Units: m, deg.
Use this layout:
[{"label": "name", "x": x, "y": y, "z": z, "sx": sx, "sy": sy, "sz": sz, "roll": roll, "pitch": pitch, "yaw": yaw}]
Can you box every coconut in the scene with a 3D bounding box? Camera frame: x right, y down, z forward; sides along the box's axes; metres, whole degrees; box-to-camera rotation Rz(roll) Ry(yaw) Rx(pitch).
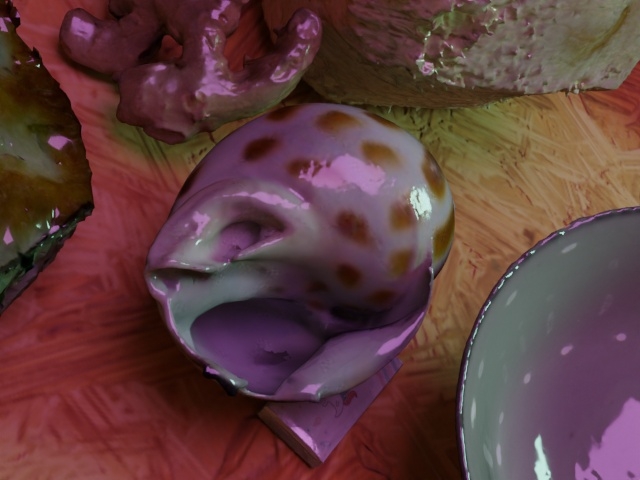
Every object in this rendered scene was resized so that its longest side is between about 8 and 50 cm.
[{"label": "coconut", "x": 0.129, "y": -0.236, "z": 0.913, "sx": 0.309, "sy": 0.297, "sz": 0.297, "roll": -2, "pitch": 62, "yaw": -24}]

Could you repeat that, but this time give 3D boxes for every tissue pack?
[{"label": "tissue pack", "x": 0.008, "y": 0.101, "z": 0.804, "sx": 0.056, "sy": 0.023, "sz": 0.108, "roll": 43, "pitch": 50, "yaw": 1}]

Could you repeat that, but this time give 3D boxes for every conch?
[{"label": "conch", "x": 0.000, "y": 0.000, "z": 0.780, "sx": 0.275, "sy": 0.149, "sz": 0.182, "roll": -14, "pitch": 96, "yaw": -25}]

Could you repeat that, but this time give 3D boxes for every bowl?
[{"label": "bowl", "x": 0.230, "y": 0.157, "z": 0.789, "sx": 0.337, "sy": 0.157, "sz": 0.337, "roll": 5, "pitch": 63, "yaw": -10}]

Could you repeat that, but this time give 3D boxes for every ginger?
[{"label": "ginger", "x": -0.130, "y": -0.171, "z": 0.855, "sx": 0.258, "sy": 0.065, "sz": 0.149, "roll": 40, "pitch": 75, "yaw": 20}]

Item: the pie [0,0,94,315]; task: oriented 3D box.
[{"label": "pie", "x": -0.290, "y": -0.057, "z": 0.659, "sx": 0.288, "sy": 0.103, "sz": 0.354, "roll": 41, "pitch": 44, "yaw": 0}]
